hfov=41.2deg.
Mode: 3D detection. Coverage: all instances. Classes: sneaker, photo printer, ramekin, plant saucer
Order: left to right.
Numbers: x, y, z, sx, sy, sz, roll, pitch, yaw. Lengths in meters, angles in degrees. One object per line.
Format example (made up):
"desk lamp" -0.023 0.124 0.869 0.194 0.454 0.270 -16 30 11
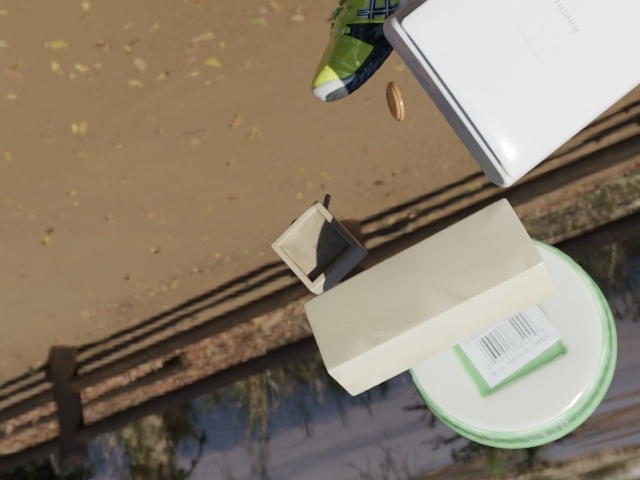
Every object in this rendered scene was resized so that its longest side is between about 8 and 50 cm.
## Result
"sneaker" 0.081 -0.411 1.420 0.147 0.384 0.145 31 -178 -22
"plant saucer" 0.151 -0.285 1.755 0.013 0.083 0.083 -18 160 -8
"ramekin" 0.255 0.135 1.181 0.303 0.303 0.148 -18 164 11
"photo printer" 0.270 -0.255 1.043 0.307 0.256 0.107 -37 -172 -3

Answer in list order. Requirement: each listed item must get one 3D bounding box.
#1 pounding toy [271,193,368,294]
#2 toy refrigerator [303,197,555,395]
"pounding toy" 0.000 0.000 1.456 0.130 0.141 0.100 -44 161 3
"toy refrigerator" 0.127 0.070 1.003 0.269 0.102 0.094 -29 143 8
